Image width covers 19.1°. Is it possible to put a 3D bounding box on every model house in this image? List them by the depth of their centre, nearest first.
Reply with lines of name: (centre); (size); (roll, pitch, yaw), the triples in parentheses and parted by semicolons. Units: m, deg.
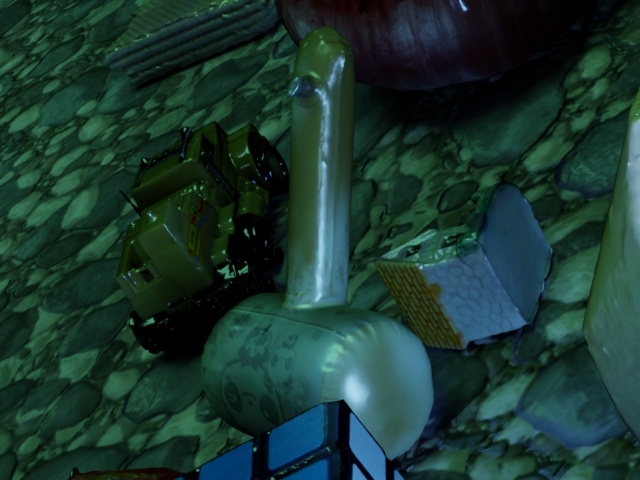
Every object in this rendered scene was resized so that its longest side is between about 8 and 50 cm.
model house: (0.103, 0.016, 1.393); (0.100, 0.088, 0.100); (-18, 28, 32)

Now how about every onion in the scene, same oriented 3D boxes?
onion: (0.103, -0.302, 1.706); (0.347, 0.285, 0.347); (-19, 35, 14)

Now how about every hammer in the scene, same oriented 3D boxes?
hammer: (0.000, 0.000, 1.359); (0.113, 0.305, 0.202); (0, 5, -36)

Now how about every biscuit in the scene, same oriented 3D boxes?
biscuit: (-0.135, -0.254, 2.175); (0.239, 0.062, 0.108); (-18, 30, 33)

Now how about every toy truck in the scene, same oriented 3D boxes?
toy truck: (-0.113, -0.020, 1.687); (0.127, 0.127, 0.257); (-28, 24, 21)

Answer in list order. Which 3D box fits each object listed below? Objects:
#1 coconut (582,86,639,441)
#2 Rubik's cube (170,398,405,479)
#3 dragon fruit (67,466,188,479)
coconut: (0.293, 0.010, 0.914); (0.352, 0.352, 0.352); (-29, 27, 16)
Rubik's cube: (-0.014, 0.220, 1.116); (0.160, 0.163, 0.162); (-29, 25, 17)
dragon fruit: (-0.100, 0.198, 1.314); (0.127, 0.120, 0.161); (-13, 29, 30)
